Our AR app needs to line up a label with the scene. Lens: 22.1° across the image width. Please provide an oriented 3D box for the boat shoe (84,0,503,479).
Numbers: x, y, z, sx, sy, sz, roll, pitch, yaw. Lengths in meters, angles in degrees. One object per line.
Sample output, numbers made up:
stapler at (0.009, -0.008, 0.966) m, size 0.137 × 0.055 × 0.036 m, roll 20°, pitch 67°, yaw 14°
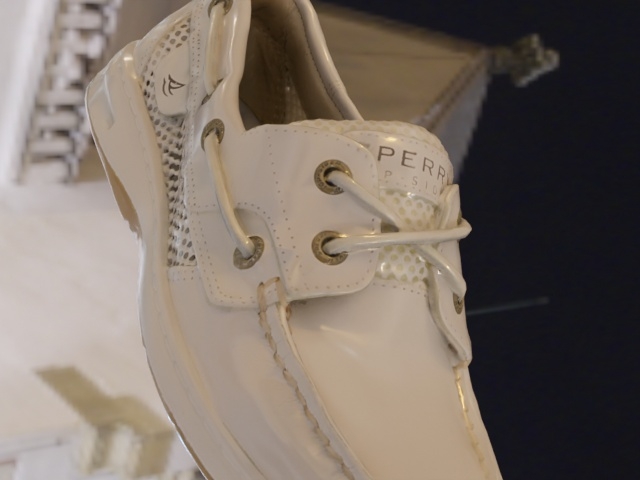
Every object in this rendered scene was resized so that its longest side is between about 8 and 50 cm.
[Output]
boat shoe at (0.000, 0.000, 0.519) m, size 0.096 × 0.098 × 0.277 m, roll -48°, pitch -135°, yaw 21°
